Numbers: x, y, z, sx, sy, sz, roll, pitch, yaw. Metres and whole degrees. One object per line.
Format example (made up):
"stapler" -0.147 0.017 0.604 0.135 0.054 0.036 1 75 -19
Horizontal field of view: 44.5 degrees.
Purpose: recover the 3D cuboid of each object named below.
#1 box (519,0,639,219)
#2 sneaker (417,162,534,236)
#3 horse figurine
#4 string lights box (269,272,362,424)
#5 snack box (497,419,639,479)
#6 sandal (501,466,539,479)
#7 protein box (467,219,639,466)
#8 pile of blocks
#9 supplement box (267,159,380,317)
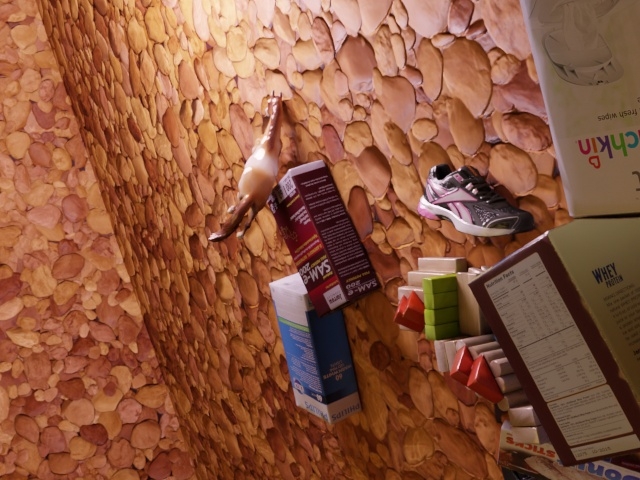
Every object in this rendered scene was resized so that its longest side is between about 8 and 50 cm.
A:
"box" 0.283 -0.159 0.568 0.126 0.261 0.231 -4 102 60
"sneaker" 0.190 -0.055 0.992 0.178 0.072 0.077 21 114 47
"horse figurine" -0.115 -0.112 1.374 0.066 0.263 0.174 24 148 -9
"string lights box" -0.011 0.200 1.475 0.133 0.076 0.260 12 117 58
"snack box" 0.308 0.276 0.959 0.178 0.022 0.064 14 123 26
"sandal" 0.290 0.266 1.024 0.097 0.054 0.255 52 146 30
"protein box" 0.292 0.076 0.756 0.201 0.199 0.136 64 150 11
"pile of blocks" 0.203 0.124 0.996 0.362 0.112 0.149 39 127 48
"supplement box" 0.000 0.000 1.340 0.239 0.073 0.130 65 152 8
